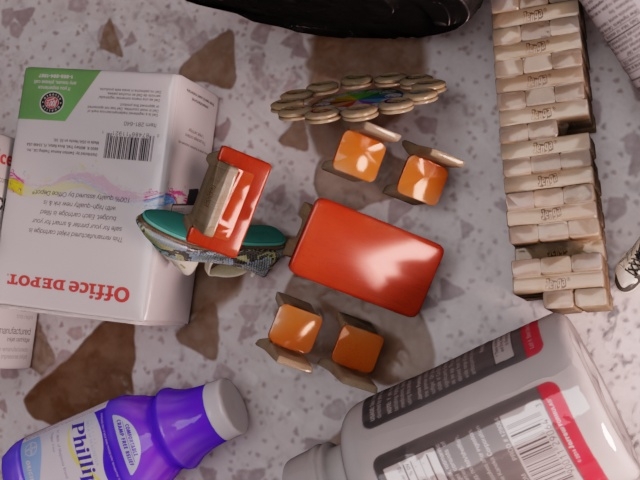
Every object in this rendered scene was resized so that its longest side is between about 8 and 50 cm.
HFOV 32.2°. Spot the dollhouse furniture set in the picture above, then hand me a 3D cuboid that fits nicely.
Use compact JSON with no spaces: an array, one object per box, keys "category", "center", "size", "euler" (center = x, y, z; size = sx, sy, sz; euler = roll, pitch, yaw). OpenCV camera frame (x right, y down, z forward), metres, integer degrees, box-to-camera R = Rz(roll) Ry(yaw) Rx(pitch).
[{"category":"dollhouse furniture set","center":[0.000,0.000,1.110],"size":[0.259,0.135,0.262],"euler":[20,92,-18]}]

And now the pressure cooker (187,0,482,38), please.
[{"category":"pressure cooker","center":[0.016,-0.438,1.090],"size":[0.370,0.375,0.420],"euler":[7,88,20]}]

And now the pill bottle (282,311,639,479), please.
[{"category":"pill bottle","center":[0.130,0.211,1.081],"size":[0.319,0.176,0.176],"euler":[-27,76,14]}]

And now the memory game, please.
[{"category":"memory game","center":[0.038,-0.152,1.162],"size":[0.186,0.186,0.012],"euler":[-1,111,19]}]

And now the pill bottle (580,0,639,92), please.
[{"category":"pill bottle","center":[0.349,-0.217,1.040],"size":[0.160,0.160,0.283],"euler":[-33,91,13]}]

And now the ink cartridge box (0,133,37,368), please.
[{"category":"ink cartridge box","center":[-0.416,0.007,1.282],"size":[0.114,0.197,0.272],"euler":[5,85,19]}]

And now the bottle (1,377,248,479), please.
[{"category":"bottle","center":[-0.218,0.235,1.242],"size":[0.283,0.092,0.118],"euler":[-24,76,15]}]

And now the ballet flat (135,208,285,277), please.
[{"category":"ballet flat","center":[-0.121,0.012,1.197],"size":[0.070,0.188,0.070],"euler":[-16,69,51]}]

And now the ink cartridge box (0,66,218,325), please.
[{"category":"ink cartridge box","center":[-0.245,-0.048,1.271],"size":[0.201,0.117,0.278],"euler":[5,85,20]}]

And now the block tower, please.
[{"category":"block tower","center":[0.234,-0.095,1.125],"size":[0.091,0.097,0.335],"euler":[-6,80,17]}]

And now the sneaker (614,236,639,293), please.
[{"category":"sneaker","center":[0.320,0.015,1.112],"size":[0.032,0.037,0.083],"euler":[32,96,18]}]
